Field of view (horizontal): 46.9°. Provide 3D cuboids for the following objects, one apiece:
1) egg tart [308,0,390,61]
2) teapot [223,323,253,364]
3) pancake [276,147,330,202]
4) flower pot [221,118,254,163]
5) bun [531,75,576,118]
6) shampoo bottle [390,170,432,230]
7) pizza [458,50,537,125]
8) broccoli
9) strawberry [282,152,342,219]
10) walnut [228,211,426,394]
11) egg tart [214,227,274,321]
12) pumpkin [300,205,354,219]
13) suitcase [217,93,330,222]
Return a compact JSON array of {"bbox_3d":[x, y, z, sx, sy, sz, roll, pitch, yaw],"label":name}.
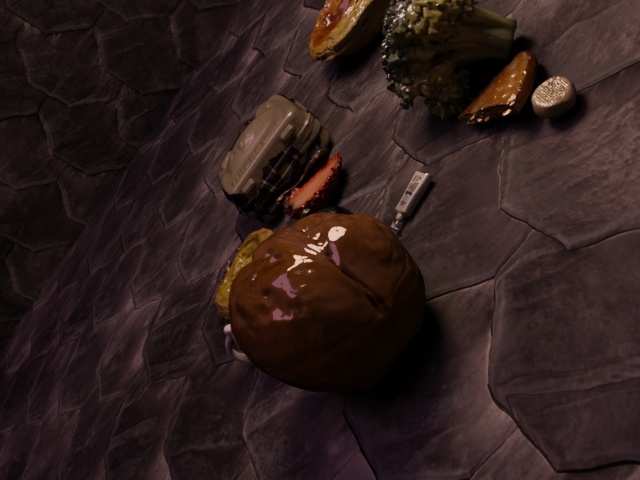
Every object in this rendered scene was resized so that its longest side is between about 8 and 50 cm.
[{"bbox_3d":[0.100,-0.668,2.202,0.352,0.150,0.351,-46,27,31],"label":"egg tart"},{"bbox_3d":[-0.120,0.181,1.710,0.298,0.139,0.204,-38,36,28],"label":"teapot"},{"bbox_3d":[-0.039,-0.177,1.963,0.184,0.020,0.190,-39,-11,-29],"label":"pancake"},{"bbox_3d":[-0.240,-0.300,2.434,0.250,0.084,0.179,-59,28,-4],"label":"flower pot"},{"bbox_3d":[0.434,-0.259,1.362,0.086,0.055,0.086,-23,46,27],"label":"bun"},{"bbox_3d":[0.191,-0.084,1.589,0.049,0.034,0.141,27,86,55],"label":"shampoo bottle"},{"bbox_3d":[0.362,-0.283,1.497,0.199,0.062,0.188,-30,26,50],"label":"pizza"},{"bbox_3d":[0.279,-0.463,1.605,0.347,0.281,0.293,92,-164,-53],"label":"broccoli"},{"bbox_3d":[-0.001,-0.121,1.880,0.208,0.087,0.167,-40,17,5],"label":"strawberry"},{"bbox_3d":[0.008,0.116,1.396,0.354,0.307,0.398,-30,21,-21],"label":"walnut"},{"bbox_3d":[-0.181,0.096,1.940,0.279,0.095,0.278,-45,27,31],"label":"egg tart"},{"bbox_3d":[0.009,0.009,1.677,0.194,0.150,0.194,-163,90,-78],"label":"pumpkin"},{"bbox_3d":[-0.158,-0.253,2.143,0.351,0.194,0.339,-53,26,9],"label":"suitcase"}]
